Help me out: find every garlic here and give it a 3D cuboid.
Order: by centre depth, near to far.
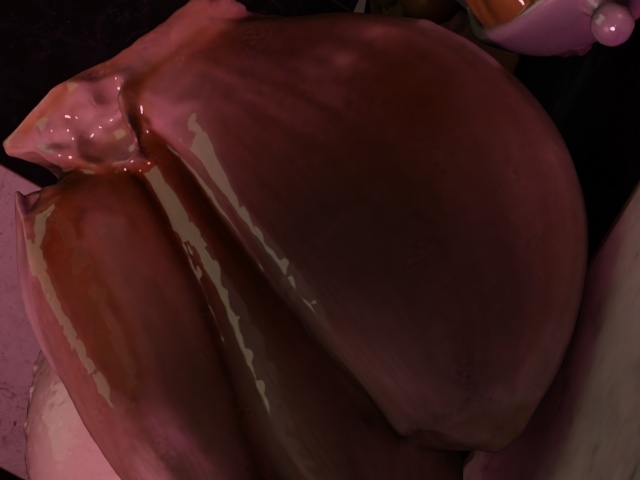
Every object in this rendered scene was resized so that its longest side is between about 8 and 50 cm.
[{"bbox_3d":[-0.002,0.010,0.681,0.279,0.325,0.132,-38,-19,-5],"label":"garlic"}]

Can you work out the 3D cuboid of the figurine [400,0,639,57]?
[{"bbox_3d":[0.135,-0.181,0.767,0.194,0.133,0.274,-44,4,5],"label":"figurine"}]

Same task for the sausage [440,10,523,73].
[{"bbox_3d":[0.079,-0.086,1.091,0.264,0.083,0.083,123,167,-62],"label":"sausage"}]

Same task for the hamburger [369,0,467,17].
[{"bbox_3d":[0.119,-0.280,1.124,0.265,0.134,0.285,155,139,-77],"label":"hamburger"}]

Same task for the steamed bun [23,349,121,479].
[{"bbox_3d":[-0.096,0.164,1.056,0.283,0.177,0.283,-13,-90,-68],"label":"steamed bun"}]
